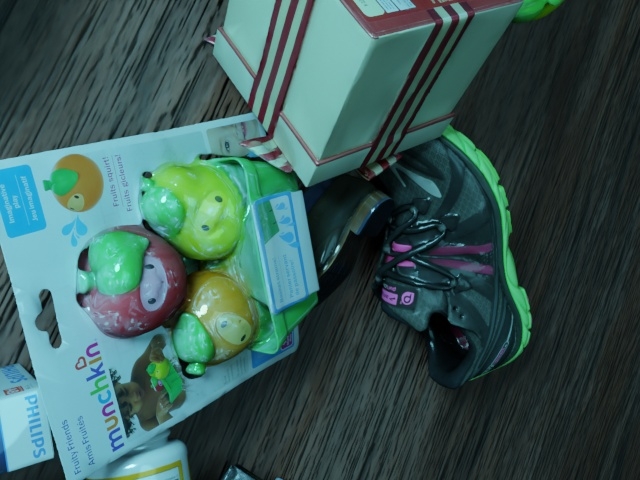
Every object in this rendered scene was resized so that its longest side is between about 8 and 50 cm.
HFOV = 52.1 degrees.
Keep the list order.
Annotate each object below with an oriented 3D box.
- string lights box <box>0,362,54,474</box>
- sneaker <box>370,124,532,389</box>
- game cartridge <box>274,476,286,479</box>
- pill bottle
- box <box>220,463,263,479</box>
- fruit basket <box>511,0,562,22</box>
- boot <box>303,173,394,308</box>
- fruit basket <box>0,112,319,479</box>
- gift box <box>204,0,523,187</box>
[{"bbox_3d":[-0.403,0.194,0.614,0.259,0.133,0.077,-11,97,-34],"label":"string lights box"},{"bbox_3d":[0.169,0.022,0.968,0.202,0.185,0.483,-35,110,-25],"label":"sneaker"},{"bbox_3d":[-0.004,0.493,0.976,0.294,0.060,0.196,38,70,-31],"label":"game cartridge"},{"bbox_3d":[-0.205,0.309,0.760,0.117,0.117,0.215,-5,82,-34],"label":"pill bottle"},{"bbox_3d":[-0.070,0.490,0.823,0.295,0.073,0.293,32,73,7],"label":"box"},{"bbox_3d":[0.206,-0.417,0.878,0.392,0.283,0.392,9,75,-37],"label":"fruit basket"},{"bbox_3d":[0.000,0.000,0.922,0.219,0.106,0.082,-52,154,10],"label":"boot"},{"bbox_3d":[-0.153,0.040,0.726,0.353,0.165,0.327,-25,110,-52],"label":"fruit basket"},{"bbox_3d":[0.016,-0.232,0.754,0.276,0.258,0.255,-19,66,-27],"label":"gift box"}]
